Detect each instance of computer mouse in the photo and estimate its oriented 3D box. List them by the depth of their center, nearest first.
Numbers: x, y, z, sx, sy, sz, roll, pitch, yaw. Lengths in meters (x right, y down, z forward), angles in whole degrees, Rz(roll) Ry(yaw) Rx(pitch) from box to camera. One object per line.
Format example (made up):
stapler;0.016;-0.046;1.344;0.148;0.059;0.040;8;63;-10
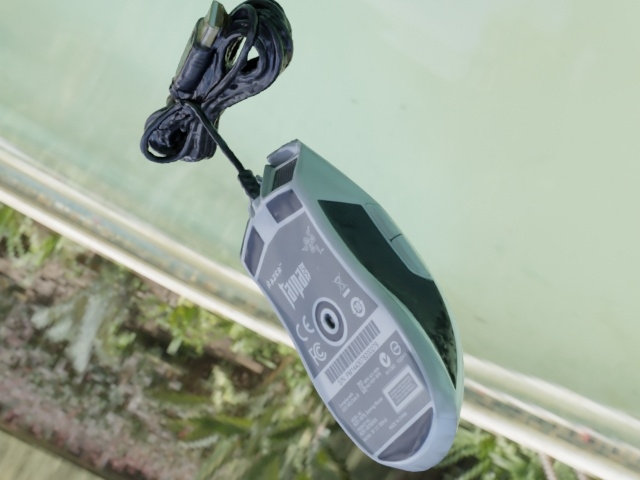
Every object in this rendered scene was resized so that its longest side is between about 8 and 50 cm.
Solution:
computer mouse;0.000;0.000;0.445;0.193;0.042;0.106;57;140;16
